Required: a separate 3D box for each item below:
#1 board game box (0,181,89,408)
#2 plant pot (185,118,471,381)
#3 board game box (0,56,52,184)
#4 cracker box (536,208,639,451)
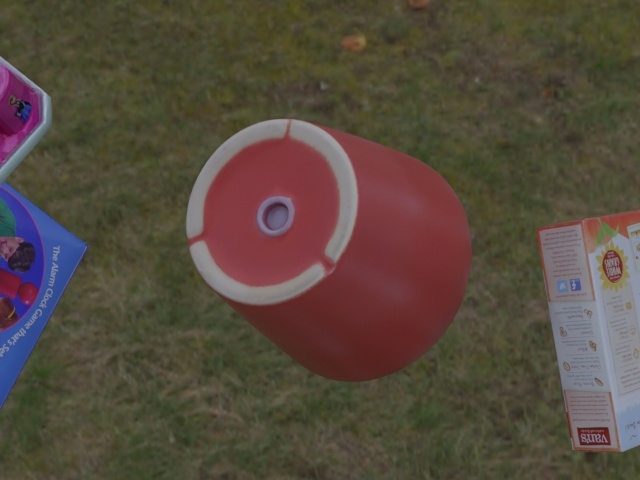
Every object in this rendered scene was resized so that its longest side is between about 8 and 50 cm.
[{"bbox_3d":[-0.440,0.084,1.307,0.078,0.233,0.347,-12,45,45],"label":"board game box"},{"bbox_3d":[0.000,0.000,1.246,0.275,0.243,0.275,-7,73,24],"label":"plant pot"},{"bbox_3d":[-0.422,-0.048,0.694,0.390,0.050,0.390,38,81,19],"label":"board game box"},{"bbox_3d":[0.312,0.088,1.201,0.156,0.232,0.067,-8,-2,-41],"label":"cracker box"}]
